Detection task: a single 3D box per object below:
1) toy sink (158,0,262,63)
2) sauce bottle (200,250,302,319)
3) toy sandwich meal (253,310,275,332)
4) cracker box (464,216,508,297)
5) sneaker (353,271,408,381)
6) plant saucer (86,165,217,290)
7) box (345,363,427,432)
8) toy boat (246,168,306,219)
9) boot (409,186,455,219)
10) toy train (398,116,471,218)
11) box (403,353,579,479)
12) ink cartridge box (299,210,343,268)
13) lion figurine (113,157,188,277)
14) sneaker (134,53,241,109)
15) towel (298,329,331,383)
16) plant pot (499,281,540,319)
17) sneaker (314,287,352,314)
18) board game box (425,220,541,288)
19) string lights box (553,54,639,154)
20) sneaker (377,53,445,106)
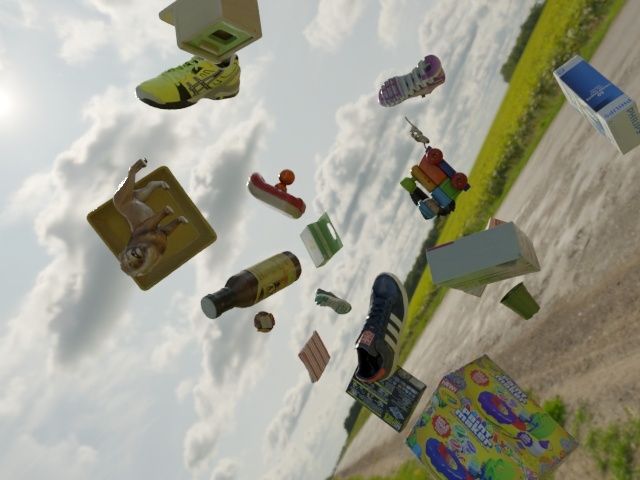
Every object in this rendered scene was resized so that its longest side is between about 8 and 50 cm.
[{"bbox_3d":[-0.294,-0.564,1.463,0.153,0.234,0.131,5,-106,-56],"label":"toy sink"},{"bbox_3d":[-0.203,0.134,1.644,0.344,0.111,0.111,-27,-36,-43],"label":"sauce bottle"},{"bbox_3d":[-0.194,0.280,1.892,0.085,0.086,0.029,-68,-15,15],"label":"toy sandwich meal"},{"bbox_3d":[0.550,0.058,1.847,0.232,0.067,0.155,99,-165,-48],"label":"cracker box"},{"bbox_3d":[0.174,0.273,1.698,0.148,0.131,0.350,-5,-80,-48],"label":"sneaker"},{"bbox_3d":[-0.600,-0.044,1.991,0.333,0.332,0.081,-38,11,-19],"label":"plant saucer"},{"bbox_3d":[0.249,0.576,2.148,0.060,0.270,0.216,-16,-48,-54],"label":"box"},{"bbox_3d":[-0.143,-0.184,1.951,0.151,0.231,0.151,-62,-15,-6],"label":"toy boat"},{"bbox_3d":[0.317,-0.116,1.566,0.099,0.121,0.045,-22,15,45],"label":"boot"},{"bbox_3d":[0.259,-0.185,1.449,0.143,0.248,0.105,-45,-4,12],"label":"toy train"},{"bbox_3d":[0.400,0.491,1.345,0.177,0.290,0.279,-14,-44,-37],"label":"box"},{"bbox_3d":[0.000,0.000,2.298,0.056,0.171,0.235,-22,-12,-24],"label":"ink cartridge box"},{"bbox_3d":[-0.597,-0.079,1.830,0.240,0.392,0.142,-37,-32,8],"label":"lion figurine"},{"bbox_3d":[-0.419,-0.521,1.763,0.385,0.145,0.147,-30,-33,-42],"label":"sneaker"},{"bbox_3d":[-0.024,0.465,2.233,0.029,0.144,0.197,-21,12,25],"label":"towel"},{"bbox_3d":[0.530,0.164,1.454,0.083,0.079,0.083,-43,-9,-8],"label":"plant pot"},{"bbox_3d":[0.049,0.227,2.120,0.065,0.166,0.076,-53,27,21],"label":"sneaker"},{"bbox_3d":[0.434,0.053,1.453,0.303,0.224,0.097,19,-124,-59],"label":"board game box"},{"bbox_3d":[0.694,-0.341,1.374,0.077,0.133,0.259,-36,38,20],"label":"string lights box"},{"bbox_3d":[0.289,-0.476,1.719,0.104,0.236,0.095,11,-118,-50],"label":"sneaker"}]
